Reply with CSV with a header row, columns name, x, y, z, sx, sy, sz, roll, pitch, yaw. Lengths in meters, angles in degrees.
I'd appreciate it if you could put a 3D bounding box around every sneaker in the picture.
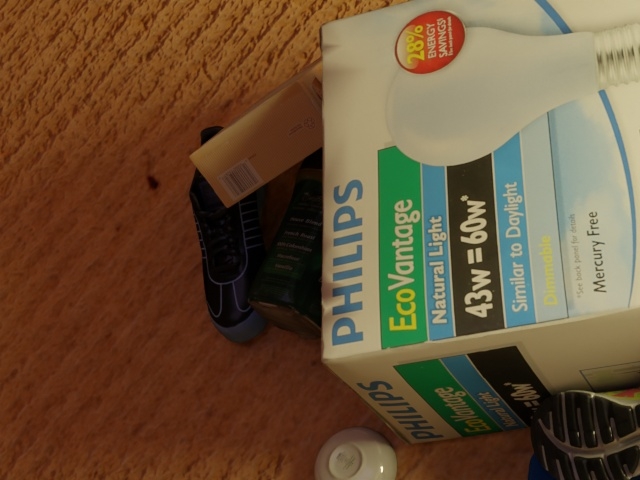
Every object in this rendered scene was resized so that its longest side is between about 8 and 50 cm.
name,x,y,z,sx,sy,sz,roll,pitch,yaw
sneaker,-0.100,-0.010,1.429,0.081,0.090,0.232,-16,58,18
sneaker,0.270,0.155,1.116,0.208,0.094,0.081,-12,83,40

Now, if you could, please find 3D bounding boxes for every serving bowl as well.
name,x,y,z,sx,sy,sz,roll,pitch,yaw
serving bowl,0.029,0.212,1.284,0.083,0.027,0.083,-12,59,21

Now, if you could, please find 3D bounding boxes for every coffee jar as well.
name,x,y,z,sx,sy,sz,roll,pitch,yaw
coffee jar,0.000,0.000,1.370,0.079,0.096,0.184,9,70,33

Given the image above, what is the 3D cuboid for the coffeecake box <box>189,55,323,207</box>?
name,x,y,z,sx,sy,sz,roll,pitch,yaw
coffeecake box,-0.031,-0.122,1.385,0.142,0.068,0.185,-32,9,25

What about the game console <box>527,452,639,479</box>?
name,x,y,z,sx,sy,sz,roll,pitch,yaw
game console,0.322,0.283,1.101,0.293,0.173,0.250,-11,29,21

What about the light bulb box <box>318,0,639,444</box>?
name,x,y,z,sx,sy,sz,roll,pitch,yaw
light bulb box,0.201,-0.038,1.210,0.361,0.225,0.358,-12,59,20
